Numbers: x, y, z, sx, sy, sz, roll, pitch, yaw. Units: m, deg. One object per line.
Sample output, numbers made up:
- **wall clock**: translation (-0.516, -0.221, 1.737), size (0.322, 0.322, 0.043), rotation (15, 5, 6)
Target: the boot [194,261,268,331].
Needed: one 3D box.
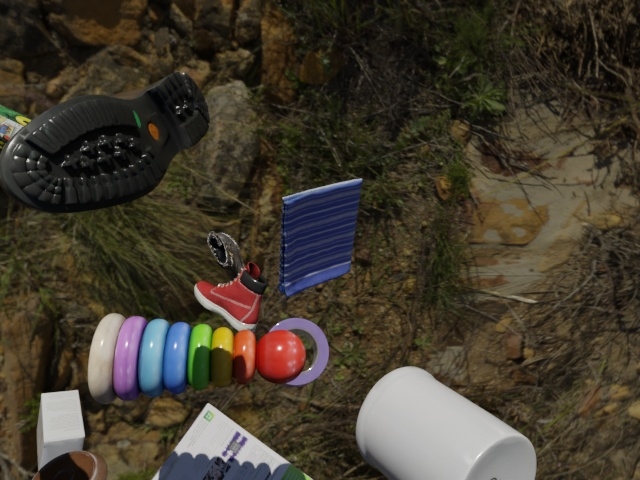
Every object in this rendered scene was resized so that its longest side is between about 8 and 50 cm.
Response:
- **boot**: translation (-0.247, 0.123, 1.330), size (0.244, 0.088, 0.176), rotation (25, 104, 34)

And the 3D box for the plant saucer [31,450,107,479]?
- **plant saucer**: translation (-0.555, 0.523, 1.040), size (0.168, 0.168, 0.029), rotation (19, 125, 35)

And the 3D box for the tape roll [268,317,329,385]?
- **tape roll**: translation (-0.074, 0.325, 1.382), size (0.080, 0.189, 0.189), rotation (114, 138, -67)

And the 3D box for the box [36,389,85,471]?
- **box**: translation (-0.673, 0.496, 1.233), size (0.170, 0.091, 0.130), rotation (43, 121, 49)

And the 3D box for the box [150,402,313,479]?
- **box**: translation (-0.210, 0.577, 1.124), size (0.322, 0.232, 0.058), rotation (36, 153, 3)

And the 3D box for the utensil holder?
- **utensil holder**: translation (0.335, 0.580, 1.328), size (0.385, 0.328, 0.327), rotation (19, 99, 58)

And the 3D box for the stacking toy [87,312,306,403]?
- **stacking toy**: translation (-0.188, 0.195, 0.783), size (0.330, 0.141, 0.141), rotation (4, 90, -9)

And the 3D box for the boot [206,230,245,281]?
- **boot**: translation (-0.356, 0.028, 1.748), size (0.091, 0.229, 0.263), rotation (-31, 61, -6)

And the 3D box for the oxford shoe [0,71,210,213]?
- **oxford shoe**: translation (-0.180, -0.076, 0.397), size (0.096, 0.227, 0.082), rotation (-12, 111, 19)

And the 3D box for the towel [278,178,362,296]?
- **towel**: translation (0.000, 0.000, 1.325), size (0.040, 0.243, 0.336), rotation (48, 145, 41)

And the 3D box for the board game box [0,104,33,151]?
- **board game box**: translation (-0.525, -0.179, 0.896), size (0.030, 0.260, 0.136), rotation (-53, 36, 15)
